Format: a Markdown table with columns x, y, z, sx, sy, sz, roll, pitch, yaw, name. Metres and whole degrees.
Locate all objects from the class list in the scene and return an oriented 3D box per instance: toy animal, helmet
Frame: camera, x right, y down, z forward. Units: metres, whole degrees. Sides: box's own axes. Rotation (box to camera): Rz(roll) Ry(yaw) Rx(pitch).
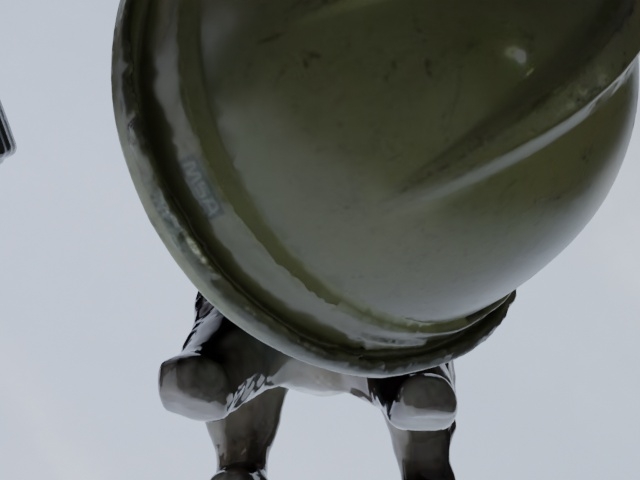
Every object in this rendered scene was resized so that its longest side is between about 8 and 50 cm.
| x | y | z | sx | sy | sz | roll | pitch | yaw | name |
| --- | --- | --- | --- | --- | --- | --- | --- | --- | --- |
| 0.000 | 0.000 | 0.963 | 0.194 | 0.344 | 0.303 | 1 | -113 | 0 | toy animal |
| 0.056 | -0.070 | 0.598 | 0.257 | 0.137 | 0.204 | -36 | -81 | -53 | helmet |

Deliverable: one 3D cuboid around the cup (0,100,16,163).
| x | y | z | sx | sy | sz | roll | pitch | yaw | name |
| --- | --- | --- | --- | --- | --- | --- | --- | --- | --- |
| -0.412 | -0.177 | 1.451 | 0.242 | 0.308 | 0.292 | -28 | -80 | -51 | cup |
